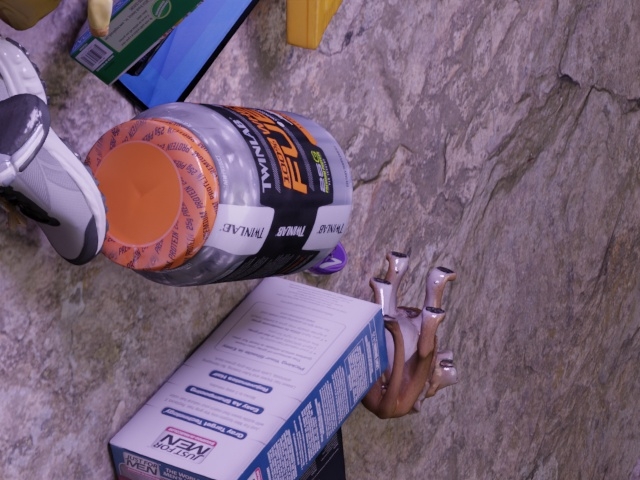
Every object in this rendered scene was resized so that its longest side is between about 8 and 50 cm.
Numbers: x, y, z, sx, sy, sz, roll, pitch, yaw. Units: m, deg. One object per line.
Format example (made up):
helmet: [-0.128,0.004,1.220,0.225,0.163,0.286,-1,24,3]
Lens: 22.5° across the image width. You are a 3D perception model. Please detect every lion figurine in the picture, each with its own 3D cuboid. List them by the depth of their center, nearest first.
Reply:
lion figurine: [0.104,0.161,2.205,0.392,0.142,0.240,-31,137,-71]

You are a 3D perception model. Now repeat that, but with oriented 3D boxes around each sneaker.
sneaker: [-0.348,-0.079,1.371,0.229,0.086,0.132,-39,129,-9]
sneaker: [-0.292,-0.072,1.532,0.108,0.100,0.271,-49,136,-26]
sneaker: [0.000,0.000,2.090,0.068,0.071,0.170,-67,150,-18]

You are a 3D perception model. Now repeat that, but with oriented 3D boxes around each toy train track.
toy train track: [-0.316,-0.036,1.569,0.083,0.014,0.048,48,27,-47]

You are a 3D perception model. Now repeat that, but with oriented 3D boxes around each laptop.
laptop: [-0.109,-0.234,1.660,0.136,0.264,0.234,38,84,-23]

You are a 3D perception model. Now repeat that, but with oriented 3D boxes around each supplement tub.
supplement tub: [-0.110,-0.050,1.732,0.316,0.194,0.193,-6,106,-64]

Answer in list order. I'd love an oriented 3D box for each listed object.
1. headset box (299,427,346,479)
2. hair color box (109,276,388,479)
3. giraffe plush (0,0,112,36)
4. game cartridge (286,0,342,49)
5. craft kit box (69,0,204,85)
headset box: [-0.078,0.365,2.038,0.246,0.131,0.283,-44,137,-45]
hair color box: [-0.077,0.194,1.927,0.347,0.174,0.105,-46,140,-42]
giraffe plush: [-0.221,-0.298,1.421,0.170,0.210,0.181,-54,142,-27]
game cartridge: [0.029,-0.425,1.864,0.285,0.053,0.323,92,14,-45]
craft kit box: [-0.118,-0.296,1.522,0.061,0.250,0.246,37,38,-24]
